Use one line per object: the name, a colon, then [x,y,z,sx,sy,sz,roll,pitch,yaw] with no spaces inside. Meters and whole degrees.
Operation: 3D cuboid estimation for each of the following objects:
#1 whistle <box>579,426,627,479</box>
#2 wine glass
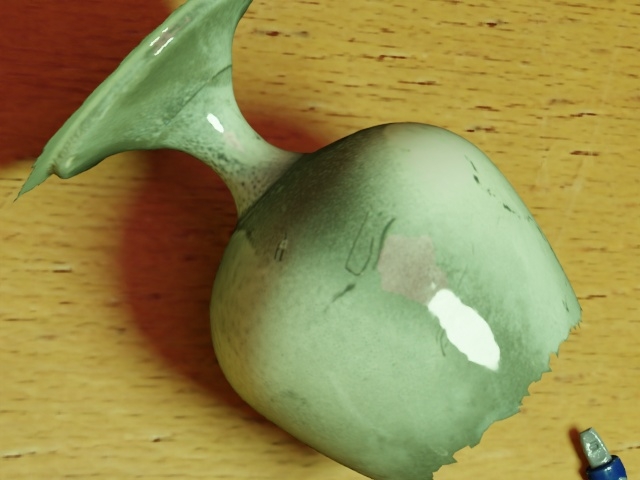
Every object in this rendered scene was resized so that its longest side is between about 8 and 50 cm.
whistle: [0.217,0.177,1.283,0.033,0.029,0.083,-27,95,5]
wine glass: [0.000,0.000,1.120,0.323,0.238,0.238,42,64,1]
